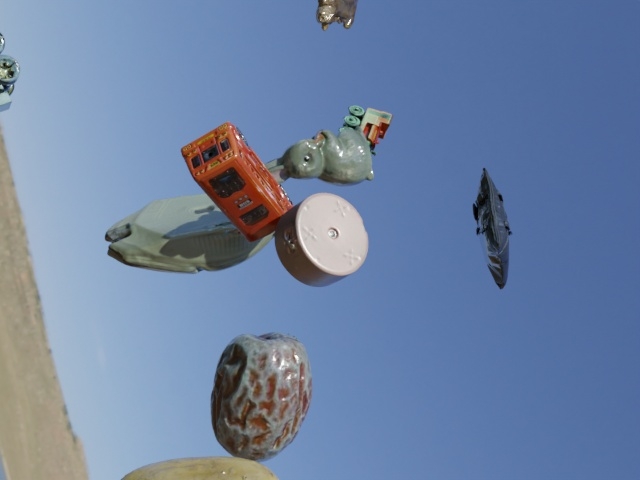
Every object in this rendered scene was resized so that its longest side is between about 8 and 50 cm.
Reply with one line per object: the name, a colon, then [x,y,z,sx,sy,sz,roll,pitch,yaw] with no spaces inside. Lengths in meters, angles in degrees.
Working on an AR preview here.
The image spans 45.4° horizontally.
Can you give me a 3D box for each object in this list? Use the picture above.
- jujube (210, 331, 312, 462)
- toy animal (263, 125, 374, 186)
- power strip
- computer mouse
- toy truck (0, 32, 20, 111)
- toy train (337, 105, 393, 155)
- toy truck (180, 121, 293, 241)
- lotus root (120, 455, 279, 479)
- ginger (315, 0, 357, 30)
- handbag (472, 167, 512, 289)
jujube: [-0.150,0.374,1.823,0.246,0.215,0.308,7,-86,34]
toy animal: [-0.007,-0.157,1.508,0.138,0.236,0.108,59,-36,24]
power strip: [0.000,0.000,1.304,0.078,0.154,0.154,-30,-104,52]
computer mouse: [-0.275,-0.011,1.768,0.228,0.429,0.145,-124,-153,-55]
toy truck: [-0.542,-0.279,1.111,0.108,0.140,0.256,-8,-70,63]
toy train: [0.105,-0.265,1.895,0.176,0.118,0.074,-70,176,-46]
toy truck: [-0.134,-0.084,1.343,0.252,0.107,0.114,53,10,-47]
lotus root: [-0.224,0.436,1.253,0.169,0.343,0.151,-123,-138,-58]
ginger: [0.055,-0.721,2.325,0.080,0.333,0.166,9,-65,18]
handbag: [0.443,-0.033,1.967,0.211,0.089,0.254,68,17,-55]
